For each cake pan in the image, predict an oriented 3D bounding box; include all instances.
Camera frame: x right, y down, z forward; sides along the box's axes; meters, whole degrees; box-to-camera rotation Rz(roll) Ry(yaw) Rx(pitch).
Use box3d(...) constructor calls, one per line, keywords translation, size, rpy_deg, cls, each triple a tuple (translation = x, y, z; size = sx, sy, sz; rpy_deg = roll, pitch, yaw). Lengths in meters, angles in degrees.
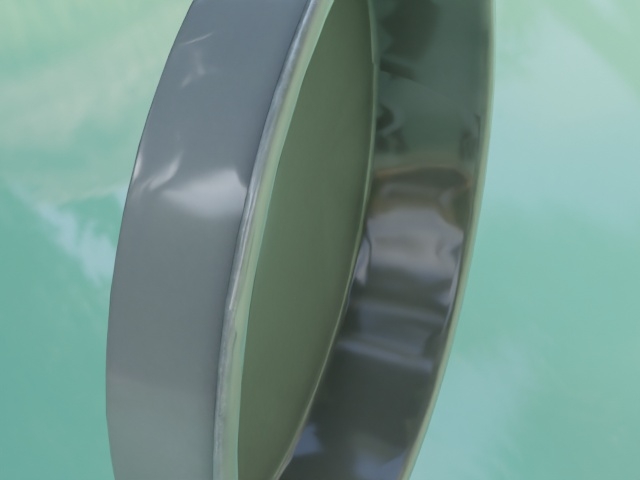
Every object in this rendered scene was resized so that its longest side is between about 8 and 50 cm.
box3d(translation=(0.000, 0.000, 0.679), size=(0.054, 0.293, 0.293), rpy_deg=(12, 37, 17), cls="cake pan")
